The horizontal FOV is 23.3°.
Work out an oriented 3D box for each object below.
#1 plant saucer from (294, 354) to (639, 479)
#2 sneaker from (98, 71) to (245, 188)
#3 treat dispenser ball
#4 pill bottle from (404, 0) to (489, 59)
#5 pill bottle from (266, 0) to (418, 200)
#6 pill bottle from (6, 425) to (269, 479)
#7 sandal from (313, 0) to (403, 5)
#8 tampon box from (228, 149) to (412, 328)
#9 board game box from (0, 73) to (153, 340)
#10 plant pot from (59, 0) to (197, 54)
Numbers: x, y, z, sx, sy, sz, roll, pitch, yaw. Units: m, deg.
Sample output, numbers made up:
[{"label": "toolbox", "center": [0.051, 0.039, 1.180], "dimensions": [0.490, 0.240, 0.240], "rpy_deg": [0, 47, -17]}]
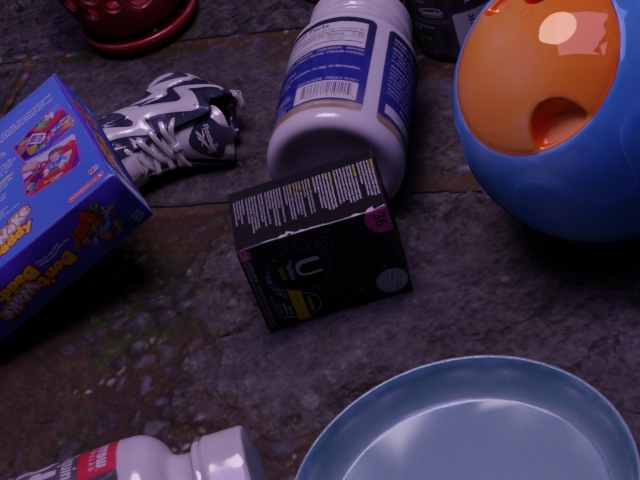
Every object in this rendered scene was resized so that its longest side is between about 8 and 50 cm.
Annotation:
[{"label": "plant saucer", "center": [0.127, 0.233, 1.374], "dimensions": [0.318, 0.043, 0.317], "rpy_deg": [-12, 42, 11]}, {"label": "sneaker", "center": [-0.178, -0.114, 1.838], "dimensions": [0.153, 0.094, 0.235], "rpy_deg": [7, 37, 40]}, {"label": "treat dispenser ball", "center": [0.274, -0.141, 1.531], "dimensions": [0.288, 0.288, 0.288], "rpy_deg": [-12, 42, 11]}, {"label": "pill bottle", "center": [0.148, -0.346, 1.837], "dimensions": [0.130, 0.245, 0.130], "rpy_deg": [-12, 42, 11]}, {"label": "pill bottle", "center": [0.032, -0.165, 1.761], "dimensions": [0.153, 0.153, 0.264], "rpy_deg": [-6, 43, 17]}, {"label": "pill bottle", "center": [-0.197, 0.275, 1.363], "dimensions": [0.319, 0.176, 0.176], "rpy_deg": [-20, 41, 2]}, {"label": "sandal", "center": [0.015, -0.325, 1.930], "dimensions": [0.086, 0.120, 0.303], "rpy_deg": [-30, 14, -18]}, {"label": "tampon box", "center": [0.000, 0.000, 1.620], "dimensions": [0.161, 0.120, 0.101], "rpy_deg": [-17, 40, 5]}, {"label": "board game box", "center": [-0.376, -0.002, 1.743], "dimensions": [0.347, 0.078, 0.233], "rpy_deg": [-39, 42, 4]}, {"label": "plant pot", "center": [-0.266, -0.355, 2.075], "dimensions": [0.191, 0.174, 0.191], "rpy_deg": [-12, 41, 10]}]
